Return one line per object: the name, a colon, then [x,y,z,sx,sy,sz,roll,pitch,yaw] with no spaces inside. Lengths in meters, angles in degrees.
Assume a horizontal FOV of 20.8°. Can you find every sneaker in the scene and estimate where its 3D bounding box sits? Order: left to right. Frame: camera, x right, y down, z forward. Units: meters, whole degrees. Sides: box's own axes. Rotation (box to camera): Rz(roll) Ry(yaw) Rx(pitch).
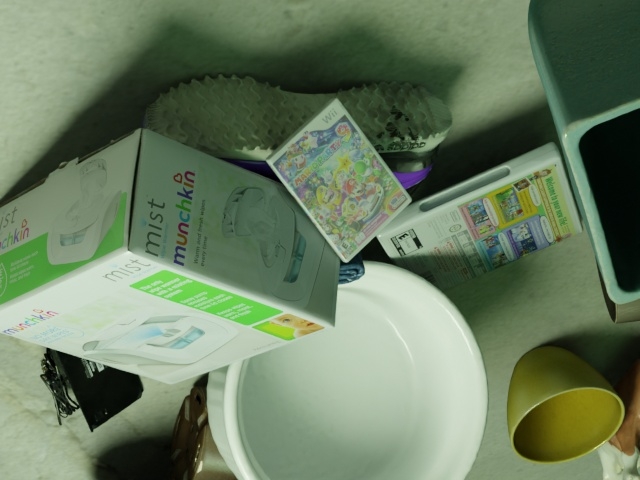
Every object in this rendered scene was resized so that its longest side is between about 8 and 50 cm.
sneaker: [-0.028,-0.067,1.635,0.293,0.102,0.146,0,135,-19]

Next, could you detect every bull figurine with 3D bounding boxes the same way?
bull figurine: [0.399,0.192,2.008,0.101,0.188,0.310,21,120,-16]

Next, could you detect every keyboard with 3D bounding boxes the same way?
keyboard: [-0.251,0.122,1.817,0.100,0.038,0.192,-33,140,-18]

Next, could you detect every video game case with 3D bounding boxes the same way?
video game case: [0.017,-0.054,1.561,0.087,0.011,0.122,-43,110,-16]
video game case: [0.163,-0.015,1.767,0.193,0.023,0.212,-23,156,6]

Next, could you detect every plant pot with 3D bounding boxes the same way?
plant pot: [-0.069,0.233,1.898,0.165,0.167,0.167,11,130,-20]
plant pot: [0.268,0.176,1.994,0.134,0.095,0.134,-9,137,-9]
plant pot: [0.314,-0.144,1.562,0.248,0.252,0.247,-22,137,4]

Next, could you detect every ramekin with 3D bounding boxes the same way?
ramekin: [0.017,0.159,1.771,0.277,0.277,0.135,1,178,-20]

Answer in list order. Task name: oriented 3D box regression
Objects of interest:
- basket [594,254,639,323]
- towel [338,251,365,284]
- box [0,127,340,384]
basket: [0.405,0.005,1.821,0.227,0.204,0.154,-10,96,3]
towel: [0.000,0.000,1.701,0.067,0.119,0.029,-7,130,-11]
box: [-0.150,0.021,1.602,0.231,0.126,0.262,21,152,-36]
